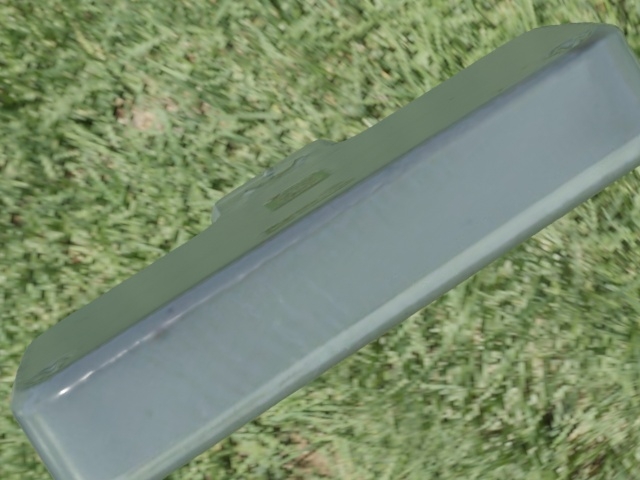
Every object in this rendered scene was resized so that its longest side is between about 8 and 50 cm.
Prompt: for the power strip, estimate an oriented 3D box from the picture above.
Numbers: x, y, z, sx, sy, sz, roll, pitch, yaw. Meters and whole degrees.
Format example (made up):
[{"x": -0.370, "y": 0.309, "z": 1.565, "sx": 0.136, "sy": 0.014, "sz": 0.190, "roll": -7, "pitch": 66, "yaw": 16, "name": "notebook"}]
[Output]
[{"x": 0.001, "y": 0.000, "z": 0.595, "sx": 0.265, "sy": 0.193, "sz": 0.059, "roll": -33, "pitch": 101, "yaw": -3, "name": "power strip"}]
